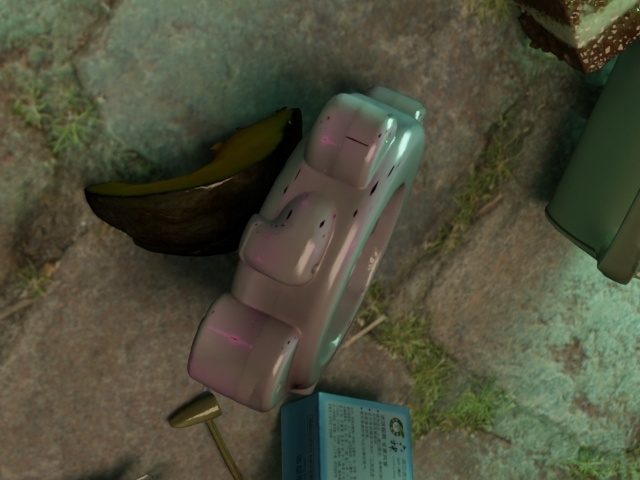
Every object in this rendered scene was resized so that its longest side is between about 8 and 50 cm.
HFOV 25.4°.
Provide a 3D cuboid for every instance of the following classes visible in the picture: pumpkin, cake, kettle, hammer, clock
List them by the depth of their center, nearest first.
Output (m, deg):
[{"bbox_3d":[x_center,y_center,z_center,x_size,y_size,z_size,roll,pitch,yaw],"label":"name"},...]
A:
[{"bbox_3d":[0.000,0.000,1.452,0.113,0.295,0.322,26,104,9],"label":"clock"},{"bbox_3d":[-0.094,-0.032,1.464,0.254,0.149,0.130,-22,115,-21],"label":"pumpkin"},{"bbox_3d":[0.281,-0.286,1.558,0.134,0.135,0.147,-40,129,-5],"label":"cake"},{"bbox_3d":[0.418,-0.113,1.637,0.205,0.265,0.318,17,112,-23],"label":"kettle"},{"bbox_3d":[-0.118,0.262,1.671,0.060,0.028,0.195,-29,126,-9],"label":"hammer"}]

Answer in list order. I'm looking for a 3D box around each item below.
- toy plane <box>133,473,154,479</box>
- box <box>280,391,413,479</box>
[{"bbox_3d":[-0.249,0.391,1.627,0.212,0.088,0.267,-15,128,-22],"label":"toy plane"},{"bbox_3d":[0.033,0.304,1.664,0.143,0.083,0.232,14,62,-34],"label":"box"}]
